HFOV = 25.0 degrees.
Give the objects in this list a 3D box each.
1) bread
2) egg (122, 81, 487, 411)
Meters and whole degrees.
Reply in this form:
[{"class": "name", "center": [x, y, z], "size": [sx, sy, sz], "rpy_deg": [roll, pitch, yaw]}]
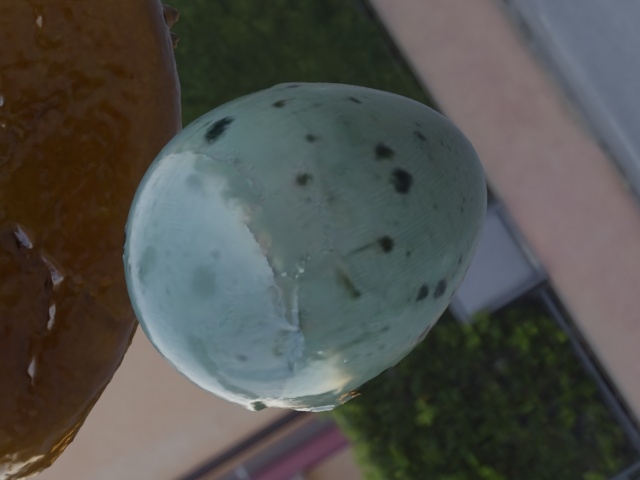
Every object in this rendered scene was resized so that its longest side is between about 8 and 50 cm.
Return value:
[{"class": "bread", "center": [-0.214, -0.033, 0.904], "size": [0.183, 0.236, 0.388], "rpy_deg": [19, 101, 53]}, {"class": "egg", "center": [0.000, 0.000, 0.589], "size": [0.131, 0.164, 0.131], "rpy_deg": [42, 142, 45]}]
